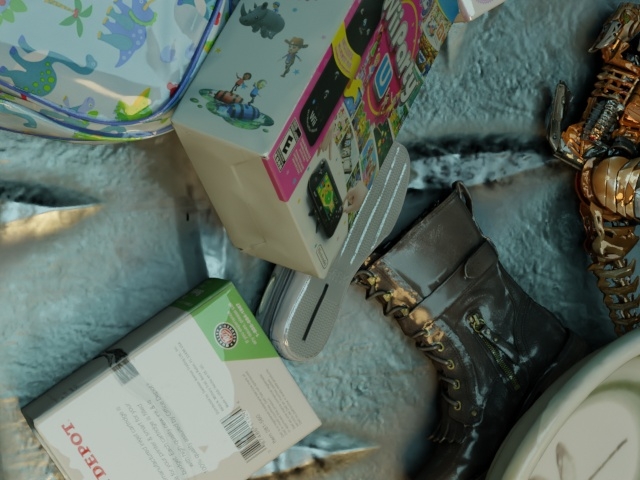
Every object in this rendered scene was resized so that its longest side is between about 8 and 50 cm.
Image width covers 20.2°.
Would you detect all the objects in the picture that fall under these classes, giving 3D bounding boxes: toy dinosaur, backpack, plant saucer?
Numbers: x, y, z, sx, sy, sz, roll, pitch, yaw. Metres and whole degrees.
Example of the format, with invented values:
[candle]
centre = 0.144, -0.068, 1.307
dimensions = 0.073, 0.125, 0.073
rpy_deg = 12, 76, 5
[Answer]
[toy dinosaur]
centre = 0.324, -0.063, 1.757
dimensions = 0.218, 0.164, 0.322
rpy_deg = 6, 110, -5
[backpack]
centre = -0.241, -0.216, 1.498
dimensions = 0.355, 0.273, 0.290
rpy_deg = 32, 76, -30
[plant saucer]
centre = 0.254, 0.246, 1.702
dimensions = 0.400, 0.100, 0.401
rpy_deg = -23, 126, -36

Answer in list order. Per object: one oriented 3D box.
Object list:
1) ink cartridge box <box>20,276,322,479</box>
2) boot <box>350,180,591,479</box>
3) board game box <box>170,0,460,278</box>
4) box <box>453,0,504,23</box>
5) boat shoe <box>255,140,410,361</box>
[ink cartridge box]
centre = -0.136, 0.159, 1.616
dimensions = 0.219, 0.092, 0.160
rpy_deg = -34, 103, -13
[boot]
centre = 0.110, 0.103, 1.711
dimensions = 0.229, 0.091, 0.263
rpy_deg = 45, 75, -10
[board game box]
centre = 0.006, -0.153, 1.545
dimensions = 0.097, 0.224, 0.303
rpy_deg = 19, 68, 20
[box]
centre = 0.084, -0.360, 1.677
dimensions = 0.067, 0.063, 0.324
rpy_deg = -29, 102, -14
[boat shoe]
centre = 0.000, 0.000, 1.661
dimensions = 0.083, 0.075, 0.226
rpy_deg = 38, 77, -39
